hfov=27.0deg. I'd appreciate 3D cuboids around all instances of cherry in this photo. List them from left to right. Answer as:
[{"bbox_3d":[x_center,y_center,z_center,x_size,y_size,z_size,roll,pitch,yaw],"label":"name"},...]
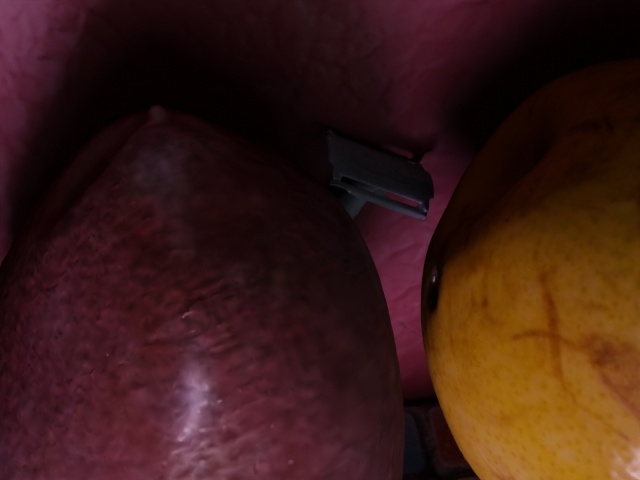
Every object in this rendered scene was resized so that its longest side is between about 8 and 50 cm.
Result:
[{"bbox_3d":[-0.071,0.075,0.673,0.221,0.261,0.307,-9,118,-29],"label":"cherry"}]

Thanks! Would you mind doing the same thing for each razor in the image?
[{"bbox_3d":[0.000,0.000,0.760,0.068,0.040,0.135,19,133,-24],"label":"razor"}]

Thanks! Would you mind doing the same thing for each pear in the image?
[{"bbox_3d":[0.188,0.042,0.668,0.280,0.281,0.281,-4,134,-4],"label":"pear"}]

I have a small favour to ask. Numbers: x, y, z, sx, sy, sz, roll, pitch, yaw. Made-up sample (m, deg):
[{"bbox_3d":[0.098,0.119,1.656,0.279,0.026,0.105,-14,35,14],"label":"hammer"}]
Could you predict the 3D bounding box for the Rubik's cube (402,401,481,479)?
[{"bbox_3d":[0.140,0.273,0.889,0.256,0.253,0.259,-4,132,-6],"label":"Rubik's cube"}]
